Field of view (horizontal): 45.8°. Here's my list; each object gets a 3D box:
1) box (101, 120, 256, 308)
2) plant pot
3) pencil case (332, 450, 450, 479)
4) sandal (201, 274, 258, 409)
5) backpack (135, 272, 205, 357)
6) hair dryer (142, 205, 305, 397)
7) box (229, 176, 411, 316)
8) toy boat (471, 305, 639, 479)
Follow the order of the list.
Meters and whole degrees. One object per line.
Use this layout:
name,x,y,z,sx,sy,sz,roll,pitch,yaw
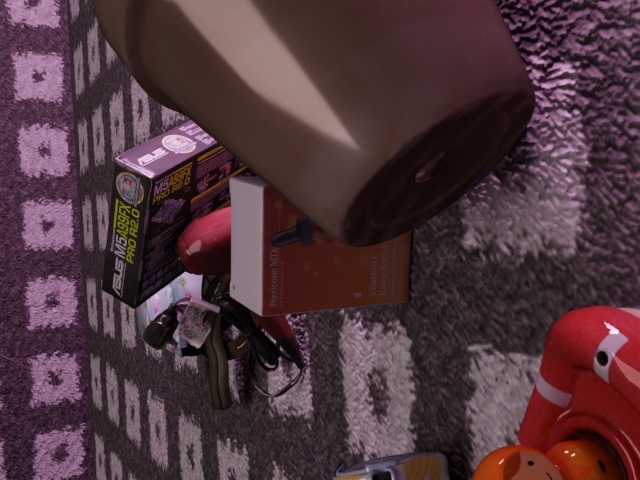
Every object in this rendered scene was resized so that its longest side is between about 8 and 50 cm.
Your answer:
box,-0.183,-0.058,1.054,0.060,0.270,0.216,28,127,16
plant pot,0.020,-0.160,0.635,0.280,0.323,0.323,54,142,20
pencil case,0.092,0.333,0.703,0.124,0.114,0.272,101,157,-74
sandal,-0.138,0.136,1.173,0.120,0.086,0.302,-104,14,-51
backpack,-0.249,0.101,1.318,0.166,0.145,0.188,-177,87,-68
hair dryer,-0.092,0.053,1.019,0.080,0.224,0.293,-85,19,-67
box,0.000,0.000,0.784,0.091,0.171,0.130,20,111,61
toy boat,0.166,0.155,0.497,0.151,0.151,0.230,45,132,52
